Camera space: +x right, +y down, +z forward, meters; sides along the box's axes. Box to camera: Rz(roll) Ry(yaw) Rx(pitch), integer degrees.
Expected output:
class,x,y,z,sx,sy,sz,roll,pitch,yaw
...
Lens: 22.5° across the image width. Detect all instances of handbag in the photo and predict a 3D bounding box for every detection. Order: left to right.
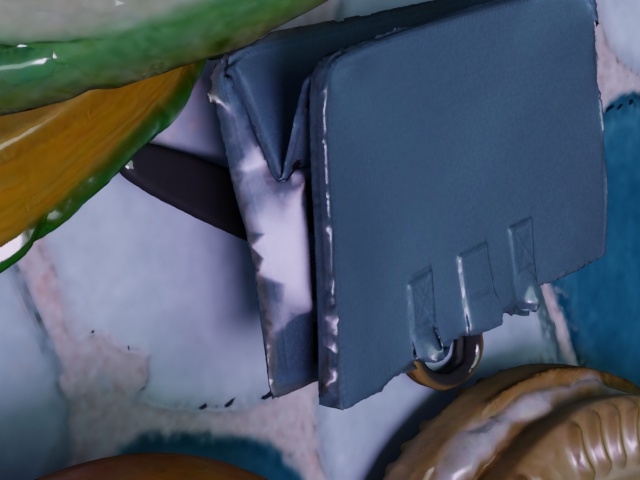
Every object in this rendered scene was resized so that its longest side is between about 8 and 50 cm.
class,x,y,z,sx,sy,sz,roll,pitch,yaw
handbag,0.051,-0.027,0.673,0.221,0.057,0.144,-23,108,-51

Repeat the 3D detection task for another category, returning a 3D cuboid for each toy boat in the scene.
class,x,y,z,sx,sy,sz,roll,pitch,yaw
toy boat,-0.111,-0.038,0.567,0.229,0.089,0.088,-44,159,-29

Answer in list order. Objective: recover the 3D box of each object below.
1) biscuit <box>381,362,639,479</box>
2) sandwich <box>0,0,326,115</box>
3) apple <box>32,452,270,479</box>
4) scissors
class,x,y,z,sx,sy,sz,roll,pitch,yaw
biscuit,0.118,0.183,0.765,0.259,0.079,0.259,-6,99,-39
sandwich,-0.042,-0.137,0.463,0.250,0.301,0.162,-41,104,-47
apple,-0.083,0.181,0.545,0.235,0.173,0.210,-19,110,-28
scissors,0.000,0.000,0.693,0.220,0.017,0.088,23,83,-39
